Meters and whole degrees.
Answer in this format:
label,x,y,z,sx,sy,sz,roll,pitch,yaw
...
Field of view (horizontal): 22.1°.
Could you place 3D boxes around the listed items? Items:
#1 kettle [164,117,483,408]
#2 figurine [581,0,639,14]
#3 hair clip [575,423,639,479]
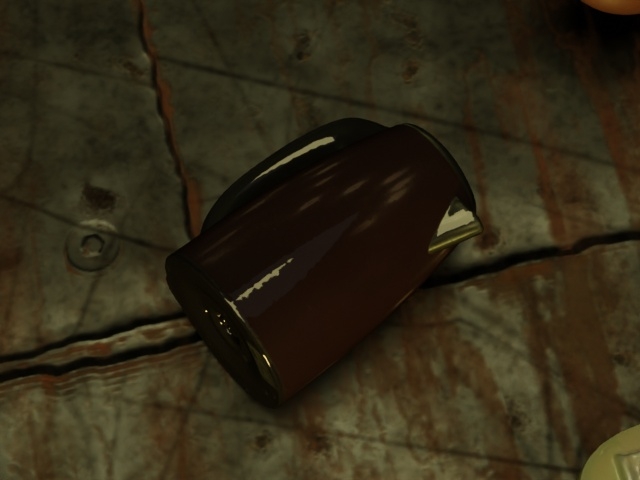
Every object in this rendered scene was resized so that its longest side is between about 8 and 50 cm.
label,x,y,z,sx,sy,sz,roll,pitch,yaw
kettle,0.000,0.000,1.300,0.232,0.144,0.202,-35,38,-18
figurine,0.397,-0.295,1.348,0.388,0.248,0.276,11,92,10
hair clip,0.290,0.165,1.234,0.219,0.071,0.159,-13,61,-9
